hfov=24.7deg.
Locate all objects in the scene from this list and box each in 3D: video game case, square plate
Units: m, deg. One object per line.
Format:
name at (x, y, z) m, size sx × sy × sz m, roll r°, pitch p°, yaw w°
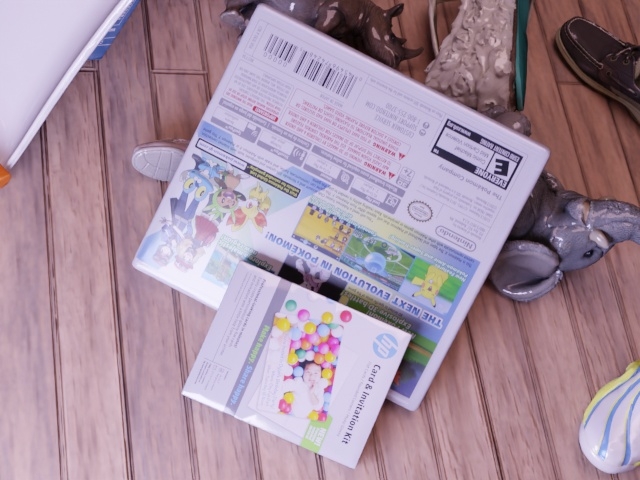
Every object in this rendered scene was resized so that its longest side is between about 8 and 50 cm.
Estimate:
video game case at (0.018, -0.033, 1.478) m, size 0.329 × 0.036 × 0.300 m, roll 27°, pitch 97°, yaw 2°
square plate at (-0.327, -0.304, 1.520) m, size 0.347 × 0.344 × 0.049 m, roll 51°, pitch 28°, yaw 18°

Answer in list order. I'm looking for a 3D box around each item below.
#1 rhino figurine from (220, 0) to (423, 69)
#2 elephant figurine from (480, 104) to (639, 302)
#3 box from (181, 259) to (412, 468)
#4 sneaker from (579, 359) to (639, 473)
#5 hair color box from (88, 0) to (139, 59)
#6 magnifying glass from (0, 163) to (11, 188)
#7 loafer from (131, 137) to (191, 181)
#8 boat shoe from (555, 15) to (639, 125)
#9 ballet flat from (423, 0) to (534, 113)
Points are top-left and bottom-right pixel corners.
rhino figurine at (0.007, -0.259, 1.709) m, size 0.243 × 0.073 × 0.106 m, roll 15°, pitch 59°, yaw -8°
elephant figurine at (0.234, -0.017, 1.579) m, size 0.239 × 0.186 × 0.169 m, roll 37°, pitch 89°, yaw -21°
box at (-0.024, 0.122, 1.441) m, size 0.186 × 0.038 × 0.145 m, roll 24°, pitch 84°, yaw -1°
sneaker at (0.366, 0.141, 1.520) m, size 0.091 × 0.126 × 0.240 m, roll 44°, pitch 57°, yaw 14°
hair color box at (-0.229, -0.372, 1.547) m, size 0.174 × 0.347 × 0.105 m, roll 49°, pitch 29°, yaw 17°
magnifying glass at (-0.408, -0.139, 1.517) m, size 0.231 × 0.026 × 0.092 m, roll 44°, pitch 33°, yaw 8°
loafer at (-0.145, -0.090, 1.581) m, size 0.125 × 0.045 × 0.039 m, roll 5°, pitch 40°, yaw -20°
boat shoe at (0.384, -0.203, 1.776) m, size 0.080 × 0.073 × 0.223 m, roll -35°, pitch 73°, yaw -31°
ballet flat at (0.200, -0.318, 1.771) m, size 0.147 × 0.147 × 0.409 m, roll 17°, pitch 55°, yaw -4°
